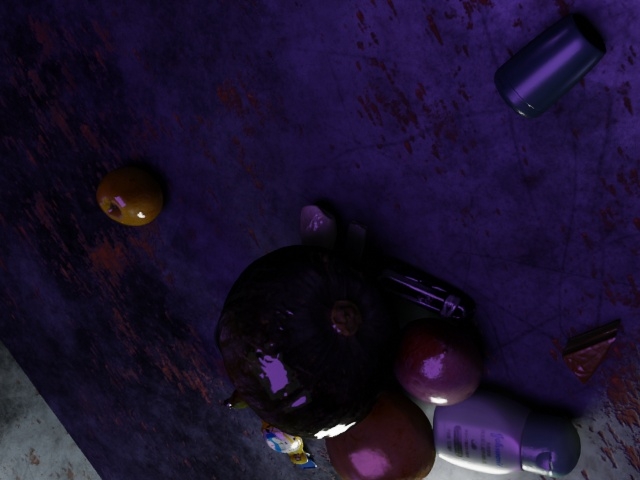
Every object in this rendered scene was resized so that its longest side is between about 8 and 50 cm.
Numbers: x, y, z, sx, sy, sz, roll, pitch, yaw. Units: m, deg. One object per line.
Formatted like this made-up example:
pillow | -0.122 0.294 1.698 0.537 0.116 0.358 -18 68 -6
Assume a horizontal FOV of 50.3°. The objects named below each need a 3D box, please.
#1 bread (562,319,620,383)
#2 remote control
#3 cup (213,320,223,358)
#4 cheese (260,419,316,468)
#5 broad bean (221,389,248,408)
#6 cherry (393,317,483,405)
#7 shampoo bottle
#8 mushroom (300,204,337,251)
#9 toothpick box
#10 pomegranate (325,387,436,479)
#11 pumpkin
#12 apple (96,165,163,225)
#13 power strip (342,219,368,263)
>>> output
bread | 0.621 0.247 1.509 0.084 0.074 0.139 50 130 -4
remote control | 0.250 0.132 1.678 0.266 0.066 0.090 27 133 16
cup | -0.220 0.317 2.041 0.199 0.199 0.150 32 149 12
cheese | -0.104 0.673 2.245 0.156 0.064 0.250 -21 117 40
broad bean | -0.207 0.503 2.205 0.339 0.061 0.077 -15 116 39
cherry | 0.276 0.301 1.653 0.239 0.239 0.206 39 108 6
shampoo bottle | 0.467 0.491 1.707 0.349 0.151 0.222 4 107 30
mushroom | 0.001 -0.001 1.743 0.097 0.088 0.212 -10 121 4
toothpick box | 0.422 -0.323 1.251 0.120 0.120 0.184 47 129 -1
pomegranate | 0.169 0.555 1.838 0.319 0.319 0.319 16 125 24
pumpkin | -0.029 0.234 1.602 0.454 0.454 0.344 52 137 -6
apple | -0.553 -0.126 1.970 0.182 0.155 0.182 14 122 24
power strip | 0.087 0.011 1.738 0.051 0.019 0.136 22 128 17
